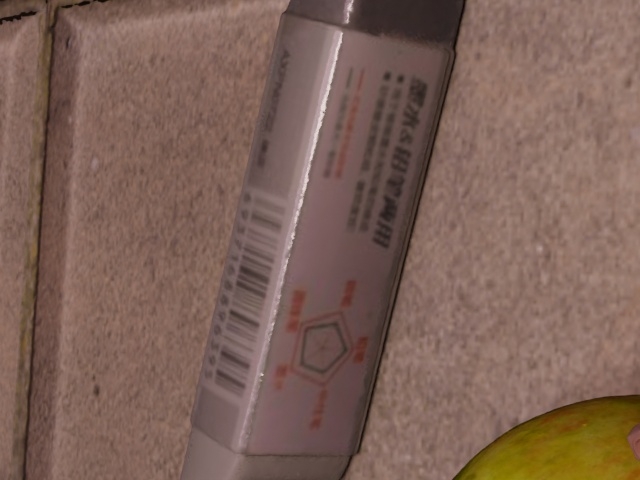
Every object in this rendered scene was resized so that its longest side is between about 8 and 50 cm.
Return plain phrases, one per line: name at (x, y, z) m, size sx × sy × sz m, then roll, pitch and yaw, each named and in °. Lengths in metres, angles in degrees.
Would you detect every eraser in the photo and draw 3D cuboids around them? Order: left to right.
eraser at (0.000, 0.000, 0.883) m, size 0.061 × 0.089 × 0.352 m, roll 23°, pitch 102°, yaw 50°

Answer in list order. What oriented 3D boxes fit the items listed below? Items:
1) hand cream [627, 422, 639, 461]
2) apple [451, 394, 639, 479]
hand cream at (0.186, 0.007, 0.634) m, size 0.067 × 0.043 × 0.210 m, roll 4°, pitch 47°, yaw 50°
apple at (0.124, 0.159, 0.662) m, size 0.196 × 0.196 × 0.196 m, roll -7°, pitch 81°, yaw 48°
